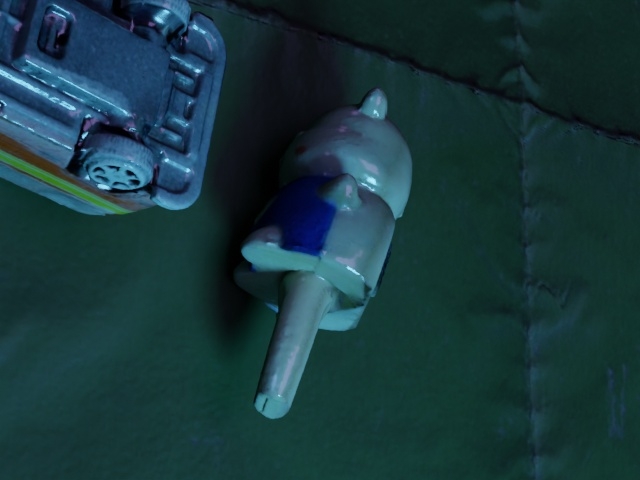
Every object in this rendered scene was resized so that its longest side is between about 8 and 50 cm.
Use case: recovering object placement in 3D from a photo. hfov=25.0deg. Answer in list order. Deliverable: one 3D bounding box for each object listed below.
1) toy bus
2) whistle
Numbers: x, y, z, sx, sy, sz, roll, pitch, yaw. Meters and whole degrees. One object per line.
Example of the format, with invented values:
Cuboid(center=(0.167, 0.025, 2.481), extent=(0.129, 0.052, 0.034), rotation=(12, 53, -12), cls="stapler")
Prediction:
Cuboid(center=(-0.184, -0.105, 0.769), extent=(0.265, 0.120, 0.121), rotation=(26, 62, -36), cls="toy bus")
Cuboid(center=(0.000, 0.000, 0.927), extent=(0.092, 0.110, 0.244), rotation=(21, 61, -1), cls="whistle")
